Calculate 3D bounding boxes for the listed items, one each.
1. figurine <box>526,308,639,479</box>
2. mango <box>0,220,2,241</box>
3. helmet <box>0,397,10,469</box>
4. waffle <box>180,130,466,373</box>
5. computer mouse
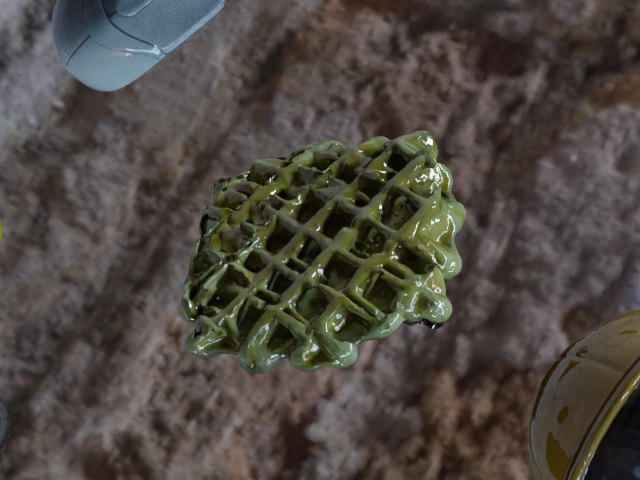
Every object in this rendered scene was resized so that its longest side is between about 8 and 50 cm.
[{"bbox_3d":[0.249,0.135,0.833,0.167,0.256,0.192,-39,144,-72],"label":"figurine"},{"bbox_3d":[-0.267,-0.024,0.985,0.108,0.073,0.056,54,19,-18],"label":"mango"},{"bbox_3d":[-0.382,0.203,1.057,0.305,0.225,0.177,-14,131,-29],"label":"helmet"},{"bbox_3d":[0.000,0.000,1.440,0.073,0.297,0.317,70,16,-46],"label":"waffle"},{"bbox_3d":[-0.168,-0.208,1.265,0.229,0.113,0.068,-36,-175,35],"label":"computer mouse"}]
